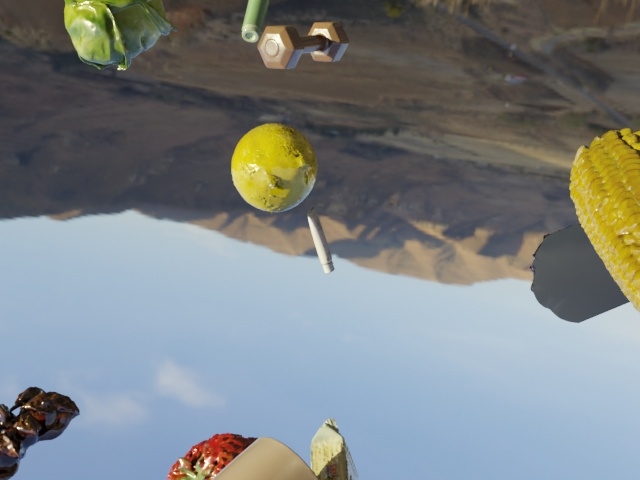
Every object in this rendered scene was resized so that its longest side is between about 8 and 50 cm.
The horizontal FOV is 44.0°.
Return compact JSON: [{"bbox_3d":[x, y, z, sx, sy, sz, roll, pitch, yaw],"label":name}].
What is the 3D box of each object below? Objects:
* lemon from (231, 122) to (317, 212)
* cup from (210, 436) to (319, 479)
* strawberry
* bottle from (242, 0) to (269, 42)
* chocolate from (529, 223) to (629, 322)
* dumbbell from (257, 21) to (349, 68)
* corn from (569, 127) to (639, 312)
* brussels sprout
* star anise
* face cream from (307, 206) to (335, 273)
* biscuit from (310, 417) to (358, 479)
[{"bbox_3d":[-0.093,-0.145,1.562,0.173,0.174,0.206,7,-164,-27],"label":"lemon"},{"bbox_3d":[-0.118,0.471,1.286,0.191,0.253,0.200,41,-126,21],"label":"cup"},{"bbox_3d":[-0.239,0.673,2.225,0.312,0.267,0.351,-34,159,21],"label":"strawberry"},{"bbox_3d":[-0.096,-0.328,1.165,0.030,0.083,0.030,6,147,4],"label":"bottle"},{"bbox_3d":[0.594,0.064,1.817,0.224,0.206,0.177,-27,174,19],"label":"chocolate"},{"bbox_3d":[-0.033,-0.402,1.624,0.082,0.092,0.231,-26,-179,37],"label":"dumbbell"},{"bbox_3d":[0.318,-0.008,0.756,0.119,0.119,0.322,9,-143,-4],"label":"corn"},{"bbox_3d":[-0.529,-0.575,2.057,0.259,0.227,0.294,-29,-125,-17],"label":"brussels sprout"},{"bbox_3d":[-0.557,0.346,1.433,0.190,0.126,0.220,-2,-147,32],"label":"star anise"},{"bbox_3d":[0.000,0.000,1.351,0.020,0.115,0.038,-10,-163,21],"label":"face cream"},{"bbox_3d":[0.035,0.504,1.456,0.079,0.186,0.309,-16,-142,8],"label":"biscuit"}]
